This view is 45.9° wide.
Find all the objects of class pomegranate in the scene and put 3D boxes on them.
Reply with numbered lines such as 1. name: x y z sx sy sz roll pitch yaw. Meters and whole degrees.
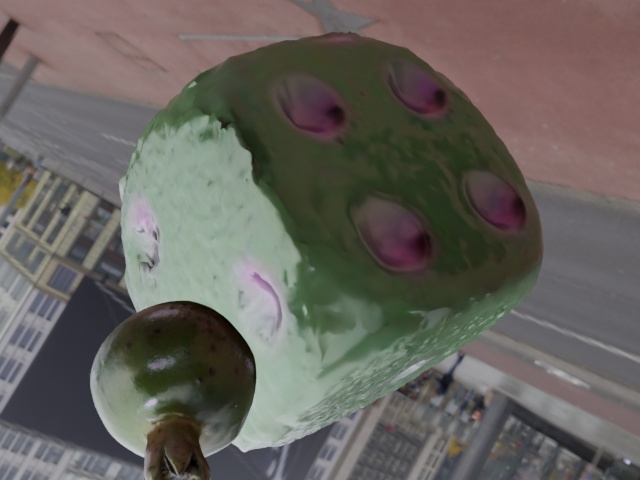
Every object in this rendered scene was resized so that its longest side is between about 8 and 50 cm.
1. pomegranate: -0.097 0.108 0.500 0.114 0.114 0.142 33 -155 -29

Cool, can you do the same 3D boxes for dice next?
1. dice: 0.000 0.000 0.784 0.330 0.322 0.318 58 139 16
